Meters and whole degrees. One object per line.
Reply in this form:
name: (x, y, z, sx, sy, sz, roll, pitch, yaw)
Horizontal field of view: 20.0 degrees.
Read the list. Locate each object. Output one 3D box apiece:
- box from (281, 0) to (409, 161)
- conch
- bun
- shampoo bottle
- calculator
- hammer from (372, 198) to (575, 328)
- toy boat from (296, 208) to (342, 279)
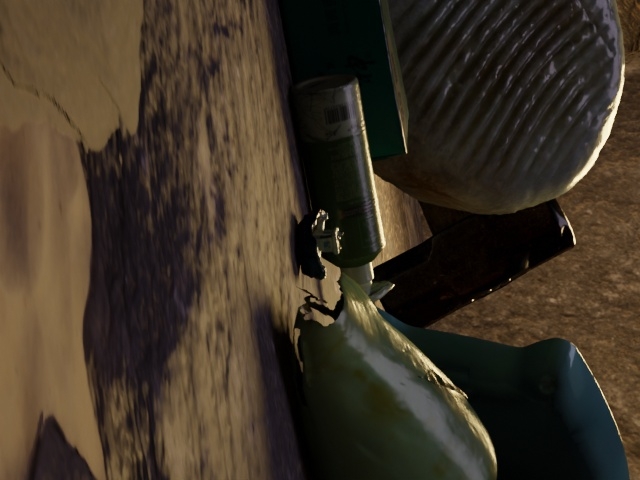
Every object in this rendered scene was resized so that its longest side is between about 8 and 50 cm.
box: (0.017, -0.202, 1.651, 0.153, 0.092, 0.245, -76, 156, -74)
conch: (0.034, 0.121, 1.311, 0.251, 0.137, 0.143, 59, 41, -21)
bun: (0.167, -0.204, 2.031, 0.211, 0.362, 0.362, 179, -98, -74)
shampoo bottle: (0.022, -0.041, 1.583, 0.065, 0.065, 0.204, -82, 163, -72)
calculator: (0.147, 0.196, 1.611, 0.386, 0.256, 0.054, 69, 38, -52)
hammer: (0.117, -0.115, 2.178, 0.095, 0.242, 0.409, 37, 28, -84)
toy boat: (0.000, 0.000, 1.441, 0.083, 0.038, 0.038, -89, 169, -57)
